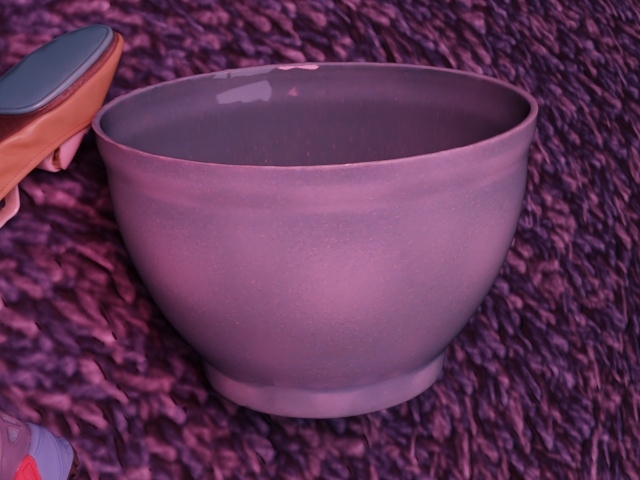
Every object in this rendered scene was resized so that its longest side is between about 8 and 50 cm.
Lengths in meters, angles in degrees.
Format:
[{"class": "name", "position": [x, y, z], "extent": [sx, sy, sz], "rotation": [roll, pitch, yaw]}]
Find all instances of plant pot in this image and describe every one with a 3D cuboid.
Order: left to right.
[{"class": "plant pot", "position": [0.000, 0.000, 0.826], "extent": [0.293, 0.293, 0.196], "rotation": [-21, 117, -41]}]

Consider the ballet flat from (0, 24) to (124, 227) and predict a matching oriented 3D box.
[{"class": "ballet flat", "position": [-0.210, -0.061, 0.797], "extent": [0.232, 0.080, 0.073], "rotation": [-46, 135, -35]}]

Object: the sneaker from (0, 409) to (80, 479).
[{"class": "sneaker", "position": [-0.221, 0.177, 0.646], "extent": [0.125, 0.104, 0.262], "rotation": [34, 18, -17]}]
